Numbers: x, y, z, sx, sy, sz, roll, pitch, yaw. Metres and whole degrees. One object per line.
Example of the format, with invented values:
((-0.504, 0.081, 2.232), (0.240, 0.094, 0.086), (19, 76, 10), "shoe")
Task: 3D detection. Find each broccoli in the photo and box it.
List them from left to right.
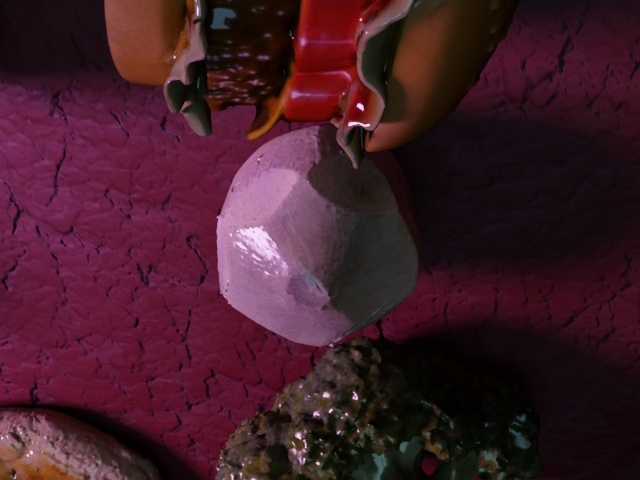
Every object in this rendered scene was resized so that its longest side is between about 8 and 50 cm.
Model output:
((0.078, 0.215, 0.788), (0.302, 0.186, 0.254), (40, 80, -15), "broccoli")

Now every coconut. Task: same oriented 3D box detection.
((-0.003, 0.001, 0.662), (0.161, 0.162, 0.161), (5, 122, 7), "coconut")

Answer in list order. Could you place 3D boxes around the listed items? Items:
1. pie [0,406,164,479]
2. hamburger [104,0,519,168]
((-0.320, 0.304, 0.963), (0.338, 0.075, 0.337), (4, 122, 7), "pie")
((0.016, -0.180, 0.483), (0.212, 0.274, 0.274), (13, 123, 0), "hamburger")
